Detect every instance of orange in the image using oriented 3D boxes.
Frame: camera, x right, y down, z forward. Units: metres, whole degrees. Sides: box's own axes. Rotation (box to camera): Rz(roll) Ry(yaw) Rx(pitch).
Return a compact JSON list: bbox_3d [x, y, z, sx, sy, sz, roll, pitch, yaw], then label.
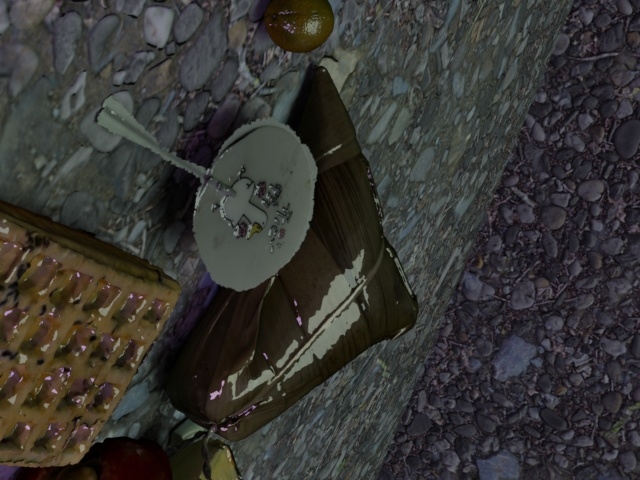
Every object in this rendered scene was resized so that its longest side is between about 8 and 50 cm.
[{"bbox_3d":[-0.028,-0.282,1.065,0.095,0.085,0.085,-18,132,-52],"label":"orange"}]

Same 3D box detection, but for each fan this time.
[{"bbox_3d":[-0.123,-0.068,1.036,0.414,0.012,0.233,28,80,-54],"label":"fan"}]

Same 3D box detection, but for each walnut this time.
[{"bbox_3d":[-0.309,0.368,1.030,0.244,0.221,0.269,23,79,-77],"label":"walnut"}]

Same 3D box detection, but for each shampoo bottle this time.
[{"bbox_3d":[-0.206,0.313,1.451,0.141,0.034,0.049,-38,143,-51],"label":"shampoo bottle"}]

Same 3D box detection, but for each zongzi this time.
[{"bbox_3d":[-0.118,0.045,1.255,0.500,0.218,0.467,-33,116,-26],"label":"zongzi"}]

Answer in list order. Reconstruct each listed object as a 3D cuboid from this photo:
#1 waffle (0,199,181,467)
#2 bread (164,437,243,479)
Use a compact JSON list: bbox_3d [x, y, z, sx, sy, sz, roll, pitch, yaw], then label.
[{"bbox_3d":[-0.311,0.099,0.828,0.261,0.114,0.376,-59,160,-3],"label":"waffle"},{"bbox_3d":[-0.198,0.473,1.282,0.198,0.236,0.263,-26,-163,48],"label":"bread"}]
